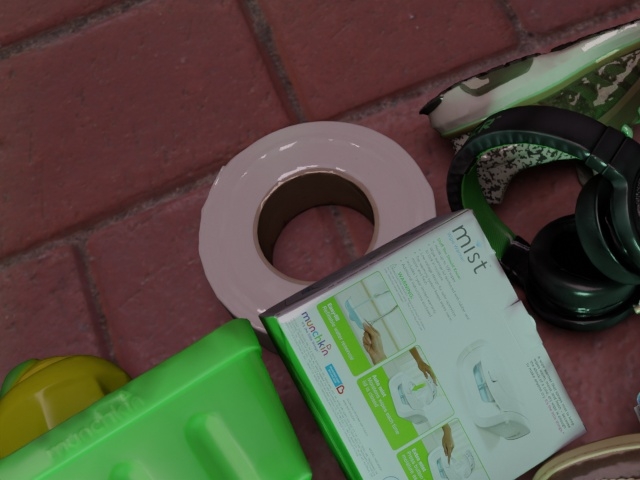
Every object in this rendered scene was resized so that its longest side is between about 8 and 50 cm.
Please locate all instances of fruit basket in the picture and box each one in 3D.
[{"bbox_3d":[-0.233,0.219,0.963,0.392,0.283,0.392,2,54,-3],"label":"fruit basket"}]

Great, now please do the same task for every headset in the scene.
[{"bbox_3d":[0.330,-0.008,1.015,0.394,0.243,0.185,37,59,6],"label":"headset"}]

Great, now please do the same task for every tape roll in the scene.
[{"bbox_3d":[0.000,0.000,1.123,0.286,0.100,0.286,-4,67,8],"label":"tape roll"}]

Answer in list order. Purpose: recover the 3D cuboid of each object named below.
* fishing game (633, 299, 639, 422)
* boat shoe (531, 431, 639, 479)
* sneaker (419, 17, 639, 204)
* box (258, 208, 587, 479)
[{"bbox_3d":[0.411,0.160,0.926,0.189,0.041,0.264,-19,106,12],"label":"fishing game"},{"bbox_3d":[0.378,0.274,0.898,0.342,0.123,0.123,6,30,1],"label":"boat shoe"},{"bbox_3d":[0.335,-0.158,1.142,0.411,0.158,0.182,-19,96,-1],"label":"sneaker"},{"bbox_3d":[0.103,0.134,0.960,0.231,0.127,0.262,-30,93,-13],"label":"box"}]
